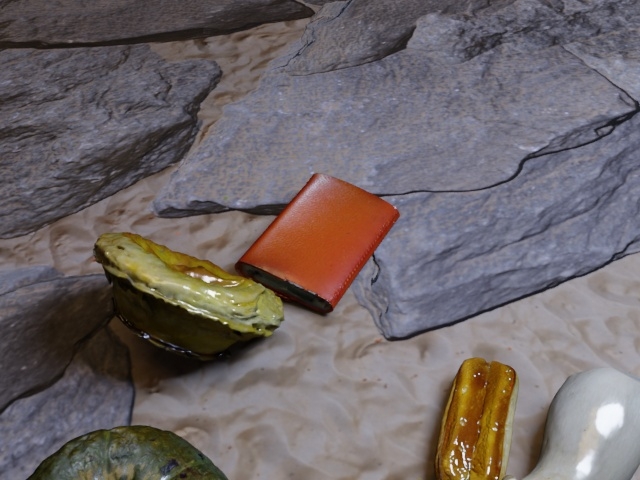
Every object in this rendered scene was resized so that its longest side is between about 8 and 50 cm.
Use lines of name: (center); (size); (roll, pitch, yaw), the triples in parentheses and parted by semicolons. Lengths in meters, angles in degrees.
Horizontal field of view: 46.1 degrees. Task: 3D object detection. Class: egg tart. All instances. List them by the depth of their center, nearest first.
egg tart: (-0.156, 0.066, 0.863); (0.241, 0.241, 0.106); (24, 91, 31)

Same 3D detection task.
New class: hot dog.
hot dog: (0.160, 0.185, 0.764); (0.071, 0.045, 0.165); (7, 43, 18)

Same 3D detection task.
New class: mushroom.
mushroom: (0.248, 0.194, 0.707); (0.097, 0.088, 0.212); (34, 57, 24)

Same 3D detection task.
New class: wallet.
wallet: (0.000, 0.000, 0.993); (0.142, 0.045, 0.204); (23, 48, 17)

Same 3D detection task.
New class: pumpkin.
pumpkin: (-0.169, 0.264, 0.638); (0.223, 0.157, 0.224); (2, 49, -2)
